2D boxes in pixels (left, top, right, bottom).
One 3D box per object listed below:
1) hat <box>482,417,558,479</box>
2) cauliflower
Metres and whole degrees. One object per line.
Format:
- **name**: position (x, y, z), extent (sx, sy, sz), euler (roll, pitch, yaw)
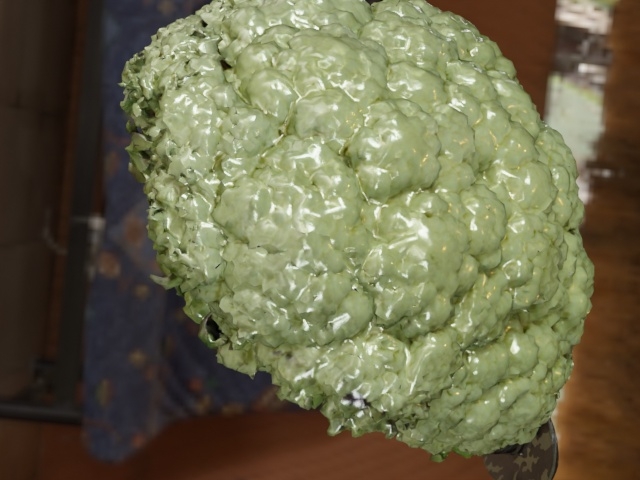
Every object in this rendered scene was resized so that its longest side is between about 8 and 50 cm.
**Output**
- **hat**: position (0.105, 0.113, 1.001), extent (0.121, 0.050, 0.121), euler (170, -90, -76)
- **cauliflower**: position (0.000, 0.000, 0.862), extent (0.250, 0.272, 0.275), euler (-27, -103, 47)
